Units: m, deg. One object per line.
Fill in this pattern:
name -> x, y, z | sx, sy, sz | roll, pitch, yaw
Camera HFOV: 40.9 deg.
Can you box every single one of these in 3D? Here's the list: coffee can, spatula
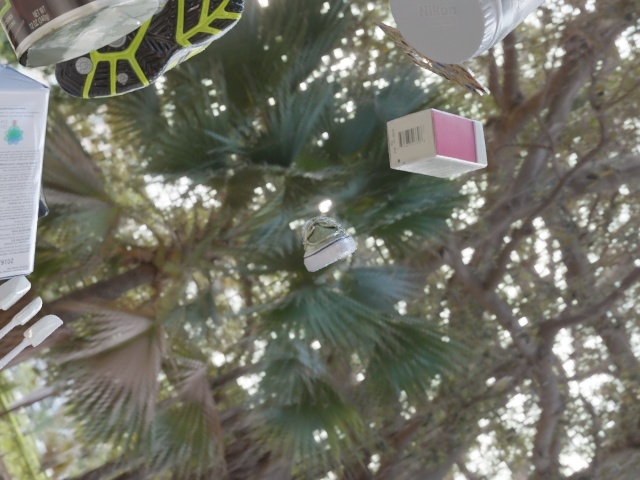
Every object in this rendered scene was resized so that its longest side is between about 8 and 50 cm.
coffee can -> -0.360, -0.395, 1.119 | 0.275, 0.201, 0.201 | 64, -20, -5
spatula -> -0.719, 0.207, 1.919 | 0.019, 0.242, 0.168 | 25, -29, 48

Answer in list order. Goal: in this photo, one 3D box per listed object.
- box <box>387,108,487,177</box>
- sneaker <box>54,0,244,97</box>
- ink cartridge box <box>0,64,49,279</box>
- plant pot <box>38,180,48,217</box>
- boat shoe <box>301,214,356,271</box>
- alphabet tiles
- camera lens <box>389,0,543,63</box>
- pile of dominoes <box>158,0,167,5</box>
box -> 0.302, -0.248, 2.220 | 0.148, 0.232, 0.127 | -12, -101, 42
sneaker -> -0.322, -0.372, 1.656 | 0.145, 0.385, 0.147 | 64, -11, -3
ink cartridge box -> -0.603, -0.072, 1.368 | 0.151, 0.270, 0.395 | 28, -64, 39
plant pot -> -0.650, -0.130, 1.633 | 0.187, 0.188, 0.167 | -120, -168, -46
boat shoe -> 0.000, 0.000, 1.787 | 0.094, 0.109, 0.302 | 64, -5, -4
alphabet tiles -> 0.234, -0.368, 1.757 | 0.237, 0.009, 0.198 | 35, 4, 38
camera lens -> 0.280, -0.465, 1.521 | 0.219, 0.274, 0.219 | 32, -33, 24
pile of dominoes -> -0.304, -0.595, 2.102 | 0.251, 0.196, 0.040 | -80, -167, -46
